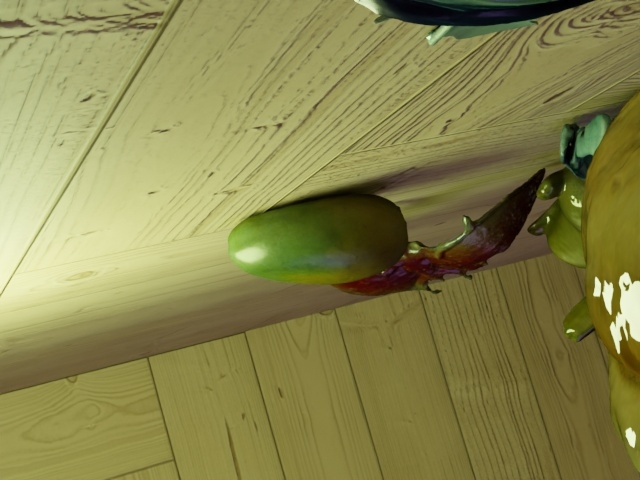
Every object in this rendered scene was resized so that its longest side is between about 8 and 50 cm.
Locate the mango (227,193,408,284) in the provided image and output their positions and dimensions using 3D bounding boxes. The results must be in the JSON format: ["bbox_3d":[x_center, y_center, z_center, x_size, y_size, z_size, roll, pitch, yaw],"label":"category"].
[{"bbox_3d":[0.000,0.000,1.161,0.195,0.091,0.130,-5,172,-15],"label":"mango"}]

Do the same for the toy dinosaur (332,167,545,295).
[{"bbox_3d":[0.116,0.001,1.443,0.207,0.112,0.327,16,147,-24],"label":"toy dinosaur"}]

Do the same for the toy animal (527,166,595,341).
[{"bbox_3d":[0.382,0.053,1.294,0.180,0.363,0.181,-19,153,-10],"label":"toy animal"}]

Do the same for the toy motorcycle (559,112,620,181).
[{"bbox_3d":[0.352,-0.082,1.126,0.206,0.154,0.260,6,174,23],"label":"toy motorcycle"}]

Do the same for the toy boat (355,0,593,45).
[{"bbox_3d":[0.113,-0.126,0.556,0.221,0.067,0.291,-16,176,-6],"label":"toy boat"}]

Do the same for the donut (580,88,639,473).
[{"bbox_3d":[0.285,-0.058,0.410,0.449,0.198,0.449,-42,-177,2],"label":"donut"}]
